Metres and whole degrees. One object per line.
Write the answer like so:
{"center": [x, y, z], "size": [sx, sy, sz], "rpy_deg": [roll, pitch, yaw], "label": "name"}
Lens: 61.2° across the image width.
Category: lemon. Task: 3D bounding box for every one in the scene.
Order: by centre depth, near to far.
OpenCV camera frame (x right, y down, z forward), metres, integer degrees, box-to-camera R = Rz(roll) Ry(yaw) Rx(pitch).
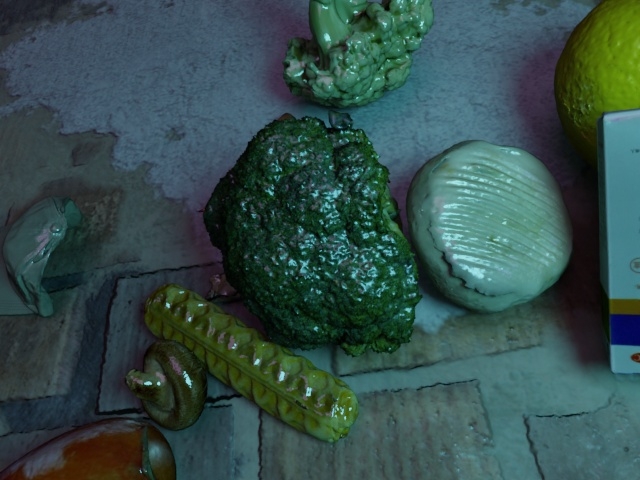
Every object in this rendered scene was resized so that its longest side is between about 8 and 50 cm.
{"center": [0.468, -0.216, 0.745], "size": [0.293, 0.293, 0.293], "rpy_deg": [-6, 58, 9], "label": "lemon"}

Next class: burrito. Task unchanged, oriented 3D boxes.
{"center": [-0.094, 0.062, 0.837], "size": [0.171, 0.042, 0.051], "rpy_deg": [-13, 57, 8], "label": "burrito"}

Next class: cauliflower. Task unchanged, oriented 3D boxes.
{"center": [0.060, -0.368, 0.925], "size": [0.260, 0.281, 0.327], "rpy_deg": [7, 51, 13], "label": "cauliflower"}

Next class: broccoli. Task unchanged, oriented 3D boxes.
{"center": [0.000, 0.000, 0.713], "size": [0.304, 0.321, 0.283], "rpy_deg": [-10, 9, 39], "label": "broccoli"}

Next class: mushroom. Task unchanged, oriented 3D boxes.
{"center": [-0.203, 0.196, 0.737], "size": [0.109, 0.126, 0.085], "rpy_deg": [20, 24, 0], "label": "mushroom"}

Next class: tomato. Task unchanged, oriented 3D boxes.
{"center": [-0.320, 0.345, 0.633], "size": [0.309, 0.170, 0.309], "rpy_deg": [-5, 57, 8], "label": "tomato"}

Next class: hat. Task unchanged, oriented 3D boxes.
{"center": [-0.524, 0.016, 0.913], "size": [0.245, 0.149, 0.214], "rpy_deg": [-2, 57, -1], "label": "hat"}

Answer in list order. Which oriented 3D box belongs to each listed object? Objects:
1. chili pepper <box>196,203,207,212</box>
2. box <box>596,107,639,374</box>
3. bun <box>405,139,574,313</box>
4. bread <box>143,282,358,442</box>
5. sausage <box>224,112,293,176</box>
{"center": [-0.130, -0.080, 0.937], "size": [0.178, 0.027, 0.045], "rpy_deg": [-25, 82, -4], "label": "chili pepper"}
{"center": [0.425, -0.003, 0.605], "size": [0.200, 0.106, 0.299], "rpy_deg": [-3, 99, 23], "label": "box"}
{"center": [0.223, -0.021, 0.747], "size": [0.239, 0.141, 0.239], "rpy_deg": [5, 72, -15], "label": "bun"}
{"center": [-0.110, 0.162, 0.758], "size": [0.368, 0.084, 0.077], "rpy_deg": [25, 28, 24], "label": "bread"}
{"center": [-0.104, -0.161, 0.978], "size": [0.043, 0.043, 0.186], "rpy_deg": [30, 70, 27], "label": "sausage"}
